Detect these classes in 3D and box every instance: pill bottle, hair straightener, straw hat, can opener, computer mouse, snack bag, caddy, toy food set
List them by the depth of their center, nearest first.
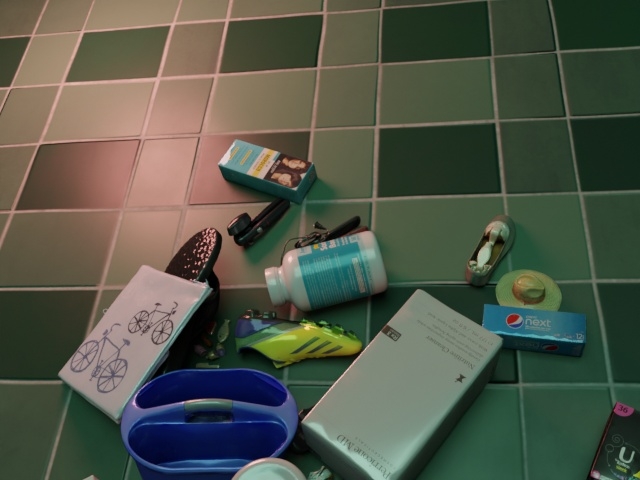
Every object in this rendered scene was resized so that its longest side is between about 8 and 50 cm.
[{"bbox_3d":[-0.073,0.505,1.306,0.153,0.264,0.153,-4,54,6],"label":"pill bottle"},{"bbox_3d":[-0.214,0.370,1.432,0.342,0.179,0.241,-1,41,-3],"label":"caddy"},{"bbox_3d":[0.015,0.355,1.535,0.071,0.041,0.242,43,63,10],"label":"computer mouse"},{"bbox_3d":[0.461,0.107,1.605,0.145,0.061,0.144,-5,54,7],"label":"straw hat"},{"bbox_3d":[-0.416,0.210,1.615,0.323,0.037,0.342,11,61,49],"label":"snack bag"},{"bbox_3d":[0.012,0.077,1.656,0.264,0.146,0.146,-14,55,0],"label":"pill bottle"},{"bbox_3d":[-0.253,0.234,1.674,0.078,0.019,0.122,-1,56,10],"label":"toy food set"},{"bbox_3d":[0.000,0.000,1.781,0.231,0.047,0.089,-29,55,-4],"label":"hair straightener"},{"bbox_3d":[-0.149,-0.050,1.830,0.186,0.073,0.059,-35,48,-24],"label":"can opener"}]

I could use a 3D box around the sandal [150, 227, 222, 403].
[{"bbox_3d":[-0.317,0.178,1.669,0.168,0.107,0.445,-9,54,41],"label":"sandal"}]

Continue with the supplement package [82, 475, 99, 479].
[{"bbox_3d":[-0.441,0.574,1.326,0.204,0.261,0.145,-24,55,-7],"label":"supplement package"}]

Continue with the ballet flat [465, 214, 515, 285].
[{"bbox_3d":[0.398,0.011,1.679,0.072,0.068,0.213,21,62,22],"label":"ballet flat"}]

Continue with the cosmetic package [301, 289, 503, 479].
[{"bbox_3d":[0.166,0.311,1.446,0.217,0.156,0.385,31,60,25],"label":"cosmetic package"}]

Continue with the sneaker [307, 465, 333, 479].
[{"bbox_3d":[-0.017,0.485,1.456,0.083,0.031,0.037,-27,42,-14],"label":"sneaker"}]

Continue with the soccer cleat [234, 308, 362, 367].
[{"bbox_3d":[-0.052,0.230,1.616,0.289,0.093,0.121,9,88,11],"label":"soccer cleat"}]

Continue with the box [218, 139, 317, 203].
[{"bbox_3d":[-0.140,-0.184,1.916,0.244,0.060,0.100,19,61,22],"label":"box"}]

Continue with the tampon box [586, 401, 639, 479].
[{"bbox_3d":[0.578,0.409,1.351,0.121,0.101,0.161,21,62,22],"label":"tampon box"}]

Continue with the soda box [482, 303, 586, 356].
[{"bbox_3d":[0.451,0.191,1.545,0.210,0.067,0.071,5,57,13],"label":"soda box"}]
